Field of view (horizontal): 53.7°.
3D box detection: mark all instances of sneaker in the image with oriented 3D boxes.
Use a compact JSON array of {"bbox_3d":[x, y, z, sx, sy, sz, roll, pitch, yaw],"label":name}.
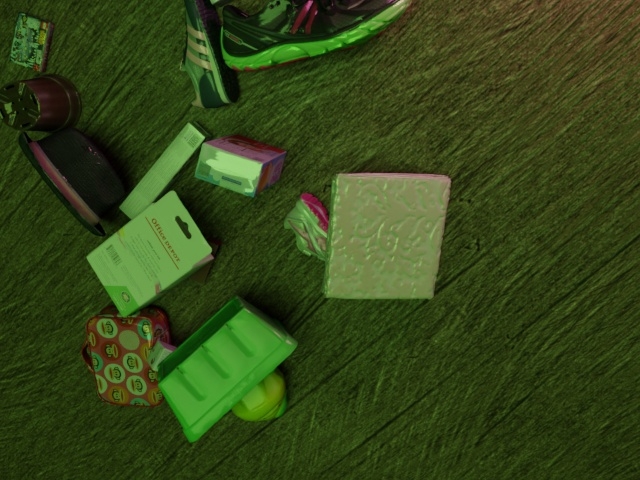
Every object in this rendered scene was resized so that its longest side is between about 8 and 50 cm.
[{"bbox_3d":[-0.315,-0.491,1.604,0.131,0.112,0.318,-11,97,22],"label":"sneaker"},{"bbox_3d":[-0.023,-0.540,1.502,0.484,0.185,0.202,-11,106,11],"label":"sneaker"},{"bbox_3d":[0.000,0.000,1.684,0.111,0.103,0.252,-37,94,24],"label":"sneaker"}]

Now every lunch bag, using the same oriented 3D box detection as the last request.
[{"bbox_3d":[-0.571,0.339,1.850,0.259,0.120,0.292,0,104,10],"label":"lunch bag"}]

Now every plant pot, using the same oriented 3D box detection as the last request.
[{"bbox_3d":[-0.757,-0.360,1.683,0.167,0.165,0.166,3,104,10],"label":"plant pot"}]

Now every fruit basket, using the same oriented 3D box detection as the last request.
[{"bbox_3d":[-0.208,0.380,1.701,0.393,0.283,0.391,-2,97,-15],"label":"fruit basket"}]

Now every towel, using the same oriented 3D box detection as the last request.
[{"bbox_3d":[0.167,-0.008,1.612,0.317,0.053,0.331,1,106,-17],"label":"towel"}]

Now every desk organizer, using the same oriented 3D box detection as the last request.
[{"bbox_3d":[-0.325,0.054,1.774,0.050,0.047,0.130,24,107,1],"label":"desk organizer"}]

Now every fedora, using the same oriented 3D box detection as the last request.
[{"bbox_3d":[-0.632,-0.177,1.673,0.153,0.334,0.334,-38,96,-10],"label":"fedora"}]

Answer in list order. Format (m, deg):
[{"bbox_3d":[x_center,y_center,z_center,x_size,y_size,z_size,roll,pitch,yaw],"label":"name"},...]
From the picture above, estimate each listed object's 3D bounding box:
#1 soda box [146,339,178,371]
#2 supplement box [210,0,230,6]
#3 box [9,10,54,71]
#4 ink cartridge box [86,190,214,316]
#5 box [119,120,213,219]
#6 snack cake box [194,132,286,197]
[{"bbox_3d":[-0.375,0.357,1.786,0.216,0.074,0.069,31,85,-32],"label":"soda box"},{"bbox_3d":[-0.259,-0.718,1.554,0.130,0.073,0.239,-23,100,14],"label":"supplement box"},{"bbox_3d":[-0.783,-0.537,1.714,0.094,0.027,0.136,20,106,3],"label":"box"},{"bbox_3d":[-0.439,0.029,1.717,0.354,0.119,0.207,-33,87,23],"label":"ink cartridge box"},{"bbox_3d":[-0.422,-0.186,1.721,0.067,0.063,0.324,43,107,-1],"label":"box"},{"bbox_3d":[-0.192,-0.193,1.574,0.152,0.264,0.089,19,107,5],"label":"snack cake box"}]
